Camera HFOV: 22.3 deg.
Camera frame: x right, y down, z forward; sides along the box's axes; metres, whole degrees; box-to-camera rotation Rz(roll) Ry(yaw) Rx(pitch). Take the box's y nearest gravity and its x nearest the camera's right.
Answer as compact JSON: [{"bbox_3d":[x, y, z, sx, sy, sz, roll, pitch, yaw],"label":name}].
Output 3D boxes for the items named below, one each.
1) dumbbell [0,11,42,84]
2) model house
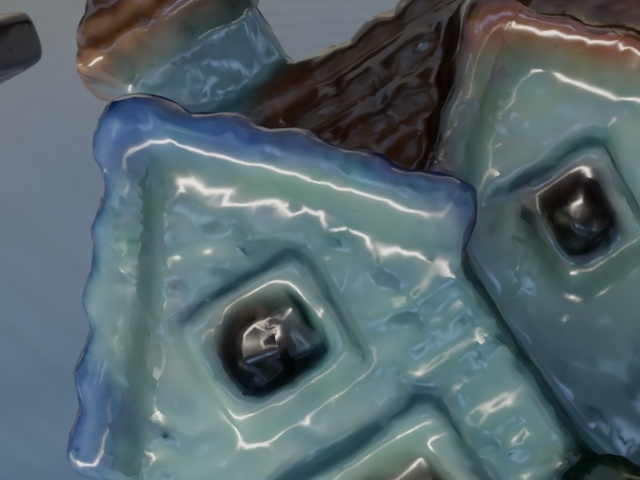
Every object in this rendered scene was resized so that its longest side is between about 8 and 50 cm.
[{"bbox_3d":[-0.255,-0.181,0.920,0.124,0.140,0.225,-14,99,20],"label":"dumbbell"},{"bbox_3d":[0.047,0.002,0.549,0.329,0.295,0.252,61,-179,4],"label":"model house"}]
